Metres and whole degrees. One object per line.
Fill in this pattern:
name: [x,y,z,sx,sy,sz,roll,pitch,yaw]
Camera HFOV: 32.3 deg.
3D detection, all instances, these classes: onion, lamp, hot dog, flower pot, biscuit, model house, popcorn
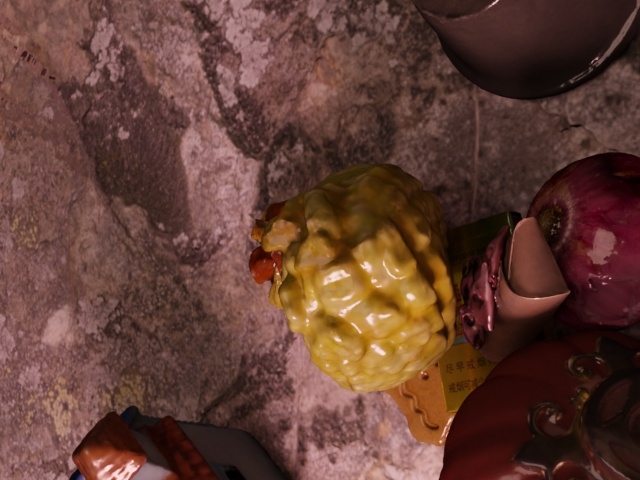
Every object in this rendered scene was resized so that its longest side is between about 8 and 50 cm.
onion: [0.271,0.002,1.056,0.177,0.153,0.177,-12,72,40]
lamp: [0.253,0.224,0.965,0.303,0.303,0.257,51,152,29]
hot dog: [0.000,0.000,1.307,0.213,0.103,0.146,-30,67,32]
flower pot: [0.187,-0.285,1.130,0.269,0.166,0.268,-1,89,40]
biscuit: [0.160,0.111,1.213,0.249,0.035,0.184,-47,61,27]
model house: [-0.187,0.341,1.266,0.252,0.329,0.295,-44,60,3]
popcorn: [0.050,0.040,1.103,0.174,0.286,0.225,-15,95,8]

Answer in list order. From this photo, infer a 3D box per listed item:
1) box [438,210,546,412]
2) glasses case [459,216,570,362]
box: [0.171,0.077,1.164,0.121,0.030,0.193,-18,74,37]
glasses case: [0.163,0.045,1.039,0.193,0.070,0.102,97,154,-67]
